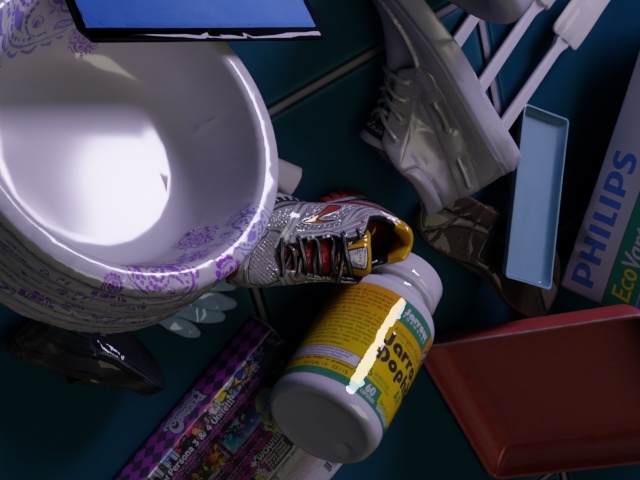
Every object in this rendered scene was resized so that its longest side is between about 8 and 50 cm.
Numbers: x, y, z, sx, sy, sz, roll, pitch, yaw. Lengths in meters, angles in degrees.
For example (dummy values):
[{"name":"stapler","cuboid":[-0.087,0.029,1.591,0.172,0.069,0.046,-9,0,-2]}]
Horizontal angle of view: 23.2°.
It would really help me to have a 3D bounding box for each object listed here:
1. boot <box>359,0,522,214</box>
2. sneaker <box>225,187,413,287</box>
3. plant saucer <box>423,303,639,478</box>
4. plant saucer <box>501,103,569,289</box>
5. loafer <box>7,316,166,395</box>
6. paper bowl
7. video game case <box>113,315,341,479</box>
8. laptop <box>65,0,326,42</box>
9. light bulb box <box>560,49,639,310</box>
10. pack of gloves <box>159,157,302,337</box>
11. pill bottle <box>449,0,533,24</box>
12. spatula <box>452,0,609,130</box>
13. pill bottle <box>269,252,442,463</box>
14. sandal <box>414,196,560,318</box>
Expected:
[{"name":"boot","cuboid":[0.088,-0.138,1.516,0.123,0.095,0.258,-34,116,2]},{"name":"sneaker","cuboid":[0.000,0.000,1.492,0.225,0.092,0.088,-16,120,-43]},{"name":"plant saucer","cuboid":[0.273,0.166,1.748,0.048,0.259,0.258,-79,149,-42]},{"name":"plant saucer","cuboid":[0.228,-0.046,1.669,0.067,0.018,0.192,16,75,-33]},{"name":"loafer","cuboid":[-0.211,0.105,1.421,0.061,0.062,0.170,-42,131,14]},{"name":"paper bowl","cuboid":[-0.186,-0.062,1.236,0.284,0.148,0.284,17,56,-28]},{"name":"video game case","cuboid":[-0.079,0.223,1.587,0.232,0.042,0.210,-50,133,-9]},{"name":"laptop","cuboid":[-0.106,-0.304,1.246,0.234,0.136,0.264,-6,114,-38]},{"name":"light bulb box","cuboid":[0.507,-0.052,1.684,0.225,0.361,0.358,-5,114,-54]},{"name":"pack of gloves","cuboid":[-0.129,-0.008,1.434,0.232,0.046,0.195,21,96,-43]},{"name":"pill bottle","cuboid":[0.200,-0.345,1.469,0.264,0.146,0.146,-53,133,-6]},{"name":"spatula","cuboid":[0.194,-0.210,1.614,0.168,0.019,0.242,34,92,-41]},{"name":"pill bottle","cuboid":[0.043,0.108,1.544,0.208,0.117,0.117,-58,140,-39]},{"name":"sandal","cuboid":[0.177,0.010,1.686,0.219,0.060,0.090,27,86,-30]}]
